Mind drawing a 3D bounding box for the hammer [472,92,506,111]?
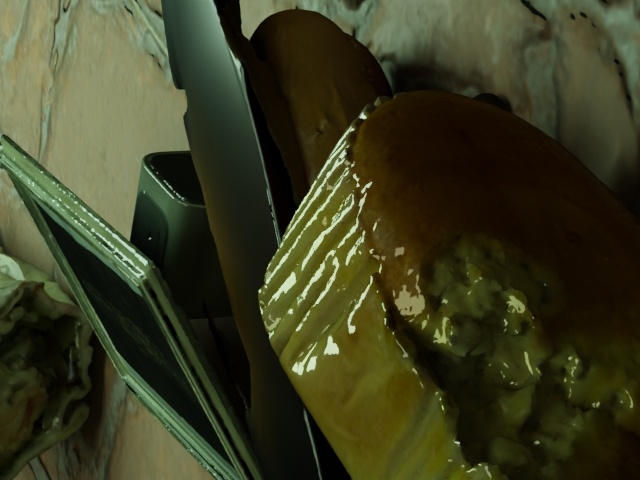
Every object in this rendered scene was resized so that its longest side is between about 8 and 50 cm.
[{"bbox_3d":[0.079,0.069,1.014,0.029,0.058,0.292,-168,71,-65],"label":"hammer"}]

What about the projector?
[{"bbox_3d":[-0.074,-0.005,1.229,0.083,0.083,0.082,44,130,49],"label":"projector"}]

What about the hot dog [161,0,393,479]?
[{"bbox_3d":[0.002,-0.002,1.085,0.194,0.107,0.326,-155,55,-68],"label":"hot dog"}]

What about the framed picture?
[{"bbox_3d":[-0.121,0.062,1.261,0.293,0.018,0.231,33,152,58],"label":"framed picture"}]

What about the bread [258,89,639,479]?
[{"bbox_3d":[0.083,0.048,0.866,0.133,0.179,0.250,-55,45,37],"label":"bread"}]

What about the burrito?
[{"bbox_3d":[-0.302,0.074,1.591,0.332,0.135,0.190,36,115,57],"label":"burrito"}]
